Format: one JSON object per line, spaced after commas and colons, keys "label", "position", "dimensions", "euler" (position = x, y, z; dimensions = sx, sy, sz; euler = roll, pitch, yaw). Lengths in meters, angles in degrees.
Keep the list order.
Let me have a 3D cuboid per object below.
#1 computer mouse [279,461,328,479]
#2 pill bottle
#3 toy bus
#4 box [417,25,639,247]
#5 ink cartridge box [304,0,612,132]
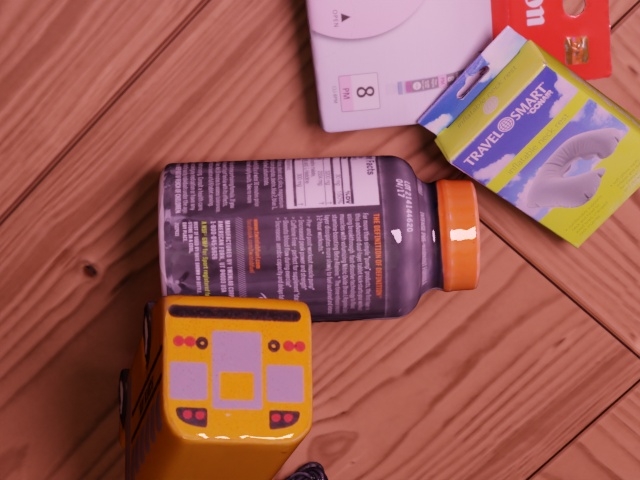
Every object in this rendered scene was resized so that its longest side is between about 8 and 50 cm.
{"label": "computer mouse", "position": [0.001, 0.289, 1.600], "dimensions": [0.106, 0.042, 0.193], "euler": [-29, 113, 10]}
{"label": "pill bottle", "position": [0.000, 0.000, 1.411], "dimensions": [0.245, 0.130, 0.130], "euler": [-2, 116, -1]}
{"label": "toy bus", "position": [-0.087, 0.129, 1.374], "dimensions": [0.108, 0.130, 0.333], "euler": [2, 160, -12]}
{"label": "box", "position": [0.174, -0.078, 1.403], "dimensions": [0.178, 0.042, 0.109], "euler": [30, 112, -35]}
{"label": "ink cartridge box", "position": [0.104, -0.187, 1.369], "dimensions": [0.232, 0.066, 0.189], "euler": [-5, 116, 4]}
